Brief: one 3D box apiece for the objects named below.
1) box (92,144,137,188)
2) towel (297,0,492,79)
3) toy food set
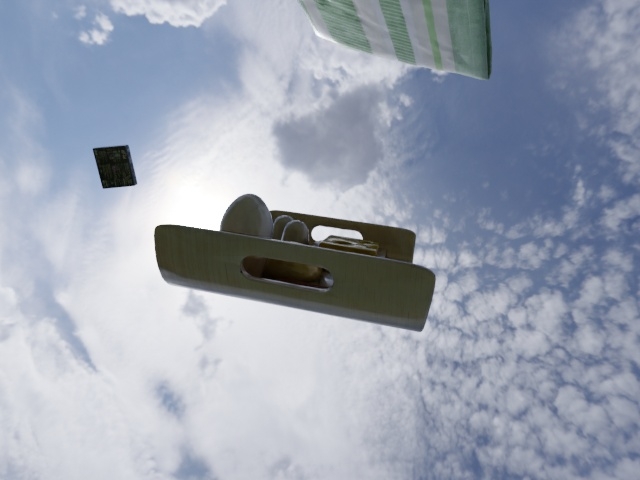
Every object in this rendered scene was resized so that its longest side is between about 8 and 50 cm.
[{"bbox_3d":[-0.417,-0.150,0.872,0.067,0.018,0.083,-6,-70,-1],"label":"box"},{"bbox_3d":[0.090,-0.353,0.632,0.325,0.248,0.038,25,-96,27],"label":"towel"},{"bbox_3d":[0.000,0.000,0.465,0.220,0.306,0.092,9,-81,9],"label":"toy food set"}]
